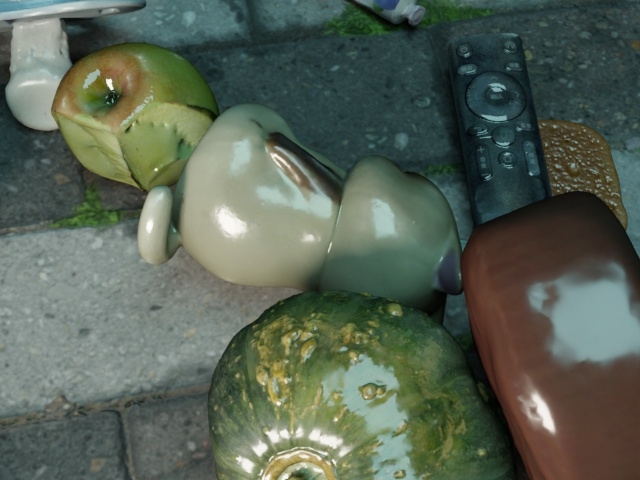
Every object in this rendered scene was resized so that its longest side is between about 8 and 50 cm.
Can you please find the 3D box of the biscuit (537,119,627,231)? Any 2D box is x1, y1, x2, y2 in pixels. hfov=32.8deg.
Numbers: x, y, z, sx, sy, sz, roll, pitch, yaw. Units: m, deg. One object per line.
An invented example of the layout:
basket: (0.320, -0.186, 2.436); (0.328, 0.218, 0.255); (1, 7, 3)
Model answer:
biscuit: (0.301, -0.073, 1.439); (0.186, 0.036, 0.192); (-4, 62, -5)

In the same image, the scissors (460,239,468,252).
scissors: (0.381, 0.068, 1.373); (0.447, 0.029, 0.192); (16, 61, 3)

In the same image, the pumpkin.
pumpkin: (0.041, 0.205, 1.121); (0.291, 0.257, 0.327); (-22, 85, 27)

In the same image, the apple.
apple: (-0.224, -0.157, 1.341); (0.207, 0.188, 0.174); (7, 61, 11)

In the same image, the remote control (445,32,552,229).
remote control: (0.238, -0.107, 1.411); (0.107, 0.044, 0.377); (-2, 64, -6)

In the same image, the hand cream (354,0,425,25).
hand cream: (0.091, -0.355, 1.567); (0.084, 0.053, 0.142); (-38, 61, -22)

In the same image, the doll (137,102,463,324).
doll: (-0.009, -0.027, 1.285); (0.370, 0.215, 0.226); (14, 61, -1)

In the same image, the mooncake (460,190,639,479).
mooncake: (0.250, 0.112, 1.106); (0.174, 0.326, 0.334); (-23, 23, 4)

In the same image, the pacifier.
pacifier: (-0.358, -0.247, 1.412); (0.279, 0.227, 0.207); (-9, 95, -4)
